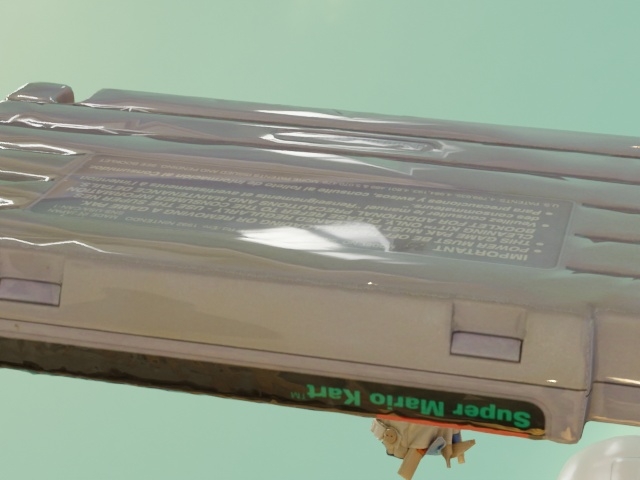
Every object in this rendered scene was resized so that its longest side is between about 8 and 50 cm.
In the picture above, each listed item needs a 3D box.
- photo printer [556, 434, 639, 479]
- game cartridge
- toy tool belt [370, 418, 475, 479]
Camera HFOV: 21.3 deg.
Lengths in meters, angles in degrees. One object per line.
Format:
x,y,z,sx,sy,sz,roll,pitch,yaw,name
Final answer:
0.288,0.228,1.037,0.307,0.107,0.256,8,25,-5,photo printer
0.000,0.000,0.713,0.355,0.068,0.230,6,25,12,game cartridge
0.062,0.108,0.964,0.052,0.083,0.051,-6,84,29,toy tool belt
